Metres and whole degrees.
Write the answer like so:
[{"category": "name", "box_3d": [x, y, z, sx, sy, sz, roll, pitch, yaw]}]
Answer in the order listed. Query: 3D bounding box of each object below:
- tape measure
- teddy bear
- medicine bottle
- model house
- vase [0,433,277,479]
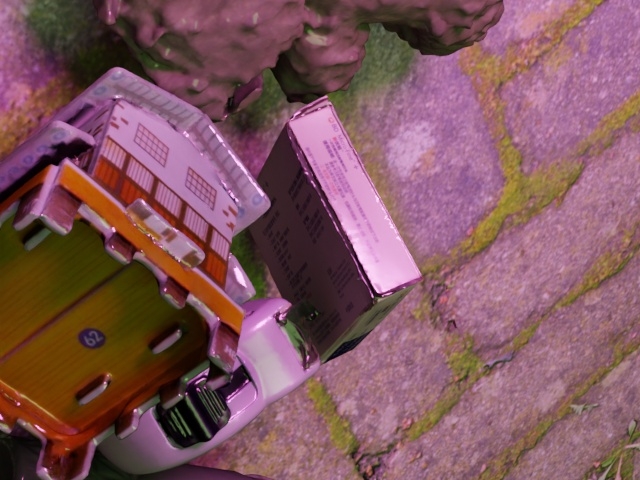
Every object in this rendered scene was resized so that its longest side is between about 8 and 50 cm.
[{"category": "tape measure", "box_3d": [-0.117, 0.114, 1.180, 0.178, 0.196, 0.105, -40, 109, -35]}, {"category": "teddy bear", "box_3d": [-0.016, -0.253, 1.056, 0.367, 0.224, 0.357, -14, 129, -15]}, {"category": "medicine bottle", "box_3d": [0.000, 0.000, 1.169, 0.052, 0.171, 0.201, -22, 166, -21]}, {"category": "model house", "box_3d": [-0.175, 0.023, 1.014, 0.224, 0.215, 0.198, -37, 113, 25]}, {"category": "vase", "box_3d": [-0.190, 0.267, 1.277, 0.251, 0.156, 0.301, -40, 136, 25]}]
